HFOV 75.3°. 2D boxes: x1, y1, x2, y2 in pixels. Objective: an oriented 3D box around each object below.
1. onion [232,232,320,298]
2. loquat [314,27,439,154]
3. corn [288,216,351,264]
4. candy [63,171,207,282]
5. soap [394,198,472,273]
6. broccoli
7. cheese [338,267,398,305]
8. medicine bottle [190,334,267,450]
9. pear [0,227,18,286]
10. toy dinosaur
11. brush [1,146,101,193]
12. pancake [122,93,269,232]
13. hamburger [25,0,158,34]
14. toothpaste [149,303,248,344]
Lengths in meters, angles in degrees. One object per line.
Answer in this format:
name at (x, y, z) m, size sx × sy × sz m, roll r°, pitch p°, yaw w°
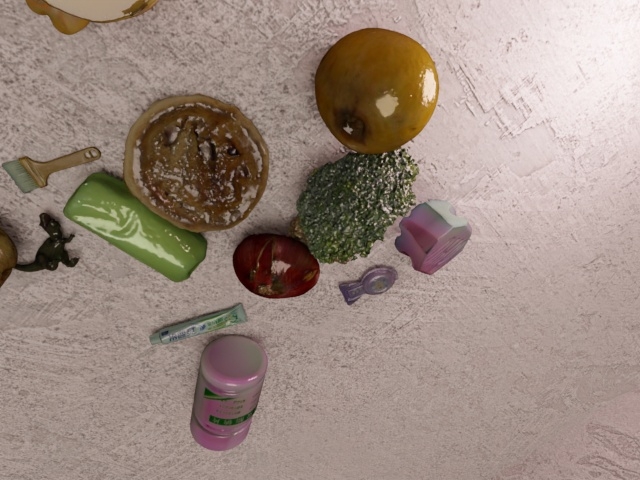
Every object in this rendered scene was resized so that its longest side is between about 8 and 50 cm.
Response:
onion at (-0.126, 0.081, 1.154) m, size 0.248 × 0.248 × 0.161 m, roll 20°, pitch 73°, yaw -22°
loquat at (0.125, -0.328, 0.922) m, size 0.275 × 0.275 × 0.274 m, roll -5°, pitch 121°, yaw -9°
corn at (0.000, 0.000, 1.197) m, size 0.211 × 0.087 × 0.087 m, roll 29°, pitch 111°, yaw -32°
candy at (-0.451, -0.028, 1.050) m, size 0.142 × 0.132 × 0.343 m, roll -37°, pitch 122°, yaw 26°
soap at (0.312, -0.008, 1.143) m, size 0.193 × 0.109 × 0.324 m, roll -43°, pitch 156°, yaw 13°
broccoli at (0.082, -0.109, 1.077) m, size 0.249 × 0.302 × 0.375 m, roll 37°, pitch 80°, yaw -6°
cheese at (0.160, 0.143, 1.335) m, size 0.191 × 0.042 × 0.105 m, roll -24°, pitch 121°, yaw 6°
medicine bottle at (-0.302, 0.496, 1.349) m, size 0.212 × 0.212 × 0.325 m, roll 9°, pitch 118°, yaw -17°
pear at (-0.845, 0.054, 0.977) m, size 0.211 × 0.188 × 0.228 m, roll 26°, pitch 112°, yaw -7°
toy dinosaur at (-0.724, 0.006, 1.081) m, size 0.179 × 0.087 × 0.187 m, roll 23°, pitch 101°, yaw 17°
brush at (-0.633, -0.181, 0.991) m, size 0.218 × 0.010 × 0.082 m, roll -19°, pitch 122°, yaw -1°
pancake at (-0.292, -0.181, 1.014) m, size 0.356 × 0.065 × 0.356 m, roll -8°, pitch 112°, yaw -20°
hamburger at (-0.409, -0.510, 0.737) m, size 0.261 × 0.186 × 0.302 m, roll 27°, pitch 102°, yaw -26°
toothpaste at (-0.381, 0.268, 1.296) m, size 0.297 × 0.048 × 0.074 m, roll -16°, pitch 120°, yaw -7°
